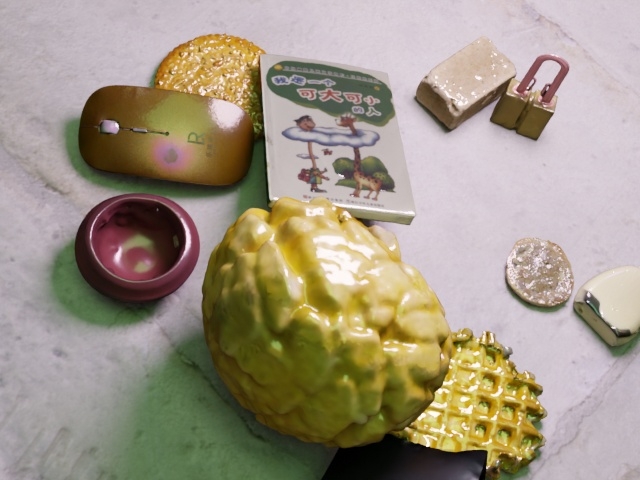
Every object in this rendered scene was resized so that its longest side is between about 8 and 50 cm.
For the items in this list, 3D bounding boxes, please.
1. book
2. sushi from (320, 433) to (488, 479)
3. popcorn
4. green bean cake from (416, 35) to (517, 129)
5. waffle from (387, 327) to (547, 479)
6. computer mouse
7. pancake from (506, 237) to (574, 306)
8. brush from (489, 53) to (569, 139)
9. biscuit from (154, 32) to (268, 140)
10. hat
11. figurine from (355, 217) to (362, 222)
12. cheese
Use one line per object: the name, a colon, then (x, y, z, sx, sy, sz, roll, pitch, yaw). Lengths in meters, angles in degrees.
book: (0.022, -0.189, 1.561, 0.260, 0.043, 0.371, 6, 49, -16)
sushi: (0.120, 0.432, 1.265, 0.227, 0.213, 0.215, 0, 24, 25)
popcorn: (-0.010, 0.130, 1.305, 0.354, 0.344, 0.390, 13, 34, -46)
green bean cake: (0.287, -0.308, 1.706, 0.179, 0.085, 0.109, -34, 76, -22)
waffle: (0.242, 0.277, 1.449, 0.280, 0.060, 0.262, -28, 73, -20)
computer mouse: (-0.272, -0.184, 1.543, 0.310, 0.072, 0.158, 8, 87, -5)
pancake: (0.401, 0.058, 1.595, 0.139, 0.022, 0.140, 4, 66, -8)
brush: (0.402, -0.280, 1.630, 0.103, 0.233, 0.047, 22, 65, 2)
biscuit: (-0.188, -0.286, 1.642, 0.253, 0.035, 0.254, 3, 66, -8)
hat: (-0.306, 0.015, 1.459, 0.205, 0.089, 0.206, 5, 66, -13)
figurine: (0.000, 0.002, 1.500, 0.176, 0.122, 0.121, -41, 116, -15)
cheese: (0.581, 0.080, 1.600, 0.251, 0.054, 0.127, -36, 76, -23)
